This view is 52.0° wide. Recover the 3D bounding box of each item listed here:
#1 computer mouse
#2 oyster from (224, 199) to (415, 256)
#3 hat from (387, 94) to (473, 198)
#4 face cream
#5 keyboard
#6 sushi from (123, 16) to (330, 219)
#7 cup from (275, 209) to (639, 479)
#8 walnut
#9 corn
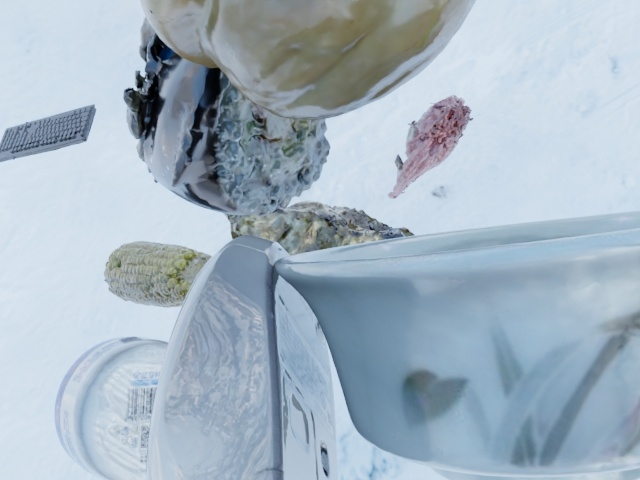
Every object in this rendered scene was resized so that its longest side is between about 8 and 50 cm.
[{"bbox_3d":[-0.058,0.141,0.495,0.121,0.297,0.184,-18,139,11],"label":"computer mouse"},{"bbox_3d":[-0.015,0.022,1.108,0.395,0.111,0.205,12,76,-16],"label":"oyster"},{"bbox_3d":[0.224,-0.210,1.335,0.107,0.286,0.237,30,78,-2],"label":"hat"},{"bbox_3d":[-0.262,0.241,0.940,0.205,0.111,0.206,4,84,-39],"label":"face cream"},{"bbox_3d":[-0.520,-0.196,1.229,0.250,0.017,0.087,-6,62,28],"label":"keyboard"},{"bbox_3d":[-0.117,-0.147,0.721,0.218,0.225,0.239,33,106,32],"label":"sushi"},{"bbox_3d":[0.149,0.070,0.472,0.346,0.347,0.163,-8,90,-2],"label":"cup"},{"bbox_3d":[-0.017,-0.240,0.491,0.296,0.285,0.285,42,95,6],"label":"walnut"},{"bbox_3d":[-0.282,0.061,1.141,0.119,0.321,0.119,-4,96,-41],"label":"corn"}]
